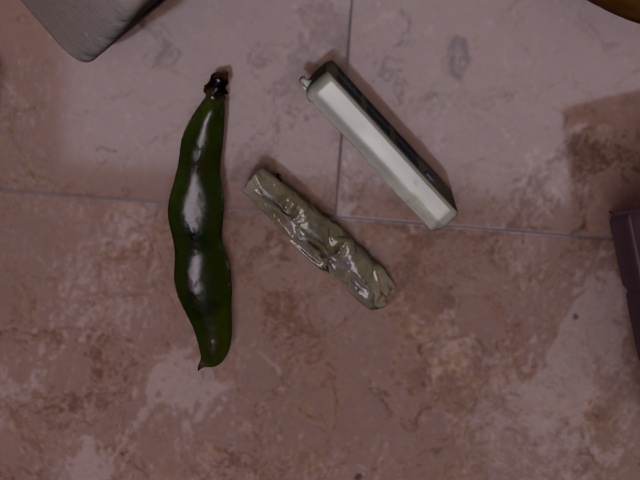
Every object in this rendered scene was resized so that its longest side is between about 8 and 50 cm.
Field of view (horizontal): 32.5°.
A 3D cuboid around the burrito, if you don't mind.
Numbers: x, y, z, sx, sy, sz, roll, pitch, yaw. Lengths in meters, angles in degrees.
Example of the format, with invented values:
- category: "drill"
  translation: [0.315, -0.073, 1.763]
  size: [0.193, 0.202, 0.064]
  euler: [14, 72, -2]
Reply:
- category: "burrito"
  translation: [0.000, 0.000, 1.054]
  size: [0.185, 0.041, 0.045]
  euler: [40, 96, -12]

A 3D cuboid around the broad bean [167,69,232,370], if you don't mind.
- category: "broad bean"
  translation: [-0.116, -0.015, 1.053]
  size: [0.060, 0.043, 0.298]
  euler: [-2, 107, -7]

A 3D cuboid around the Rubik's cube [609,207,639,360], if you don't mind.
- category: "Rubik's cube"
  translation: [0.388, 0.056, 0.930]
  size: [0.231, 0.221, 0.225]
  euler: [-13, 87, 7]

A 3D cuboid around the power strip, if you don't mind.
- category: "power strip"
  translation: [0.056, -0.086, 1.001]
  size: [0.035, 0.081, 0.192]
  euler: [-42, 101, 12]

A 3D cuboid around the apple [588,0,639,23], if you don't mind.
- category: "apple"
  translation: [0.299, -0.318, 0.779]
  size: [0.363, 0.364, 0.364]
  euler: [1, 108, 2]

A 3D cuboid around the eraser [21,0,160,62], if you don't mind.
- category: "eraser"
  translation: [-0.108, -0.299, 0.872]
  size: [0.331, 0.331, 0.150]
  euler: [-40, 103, 14]
